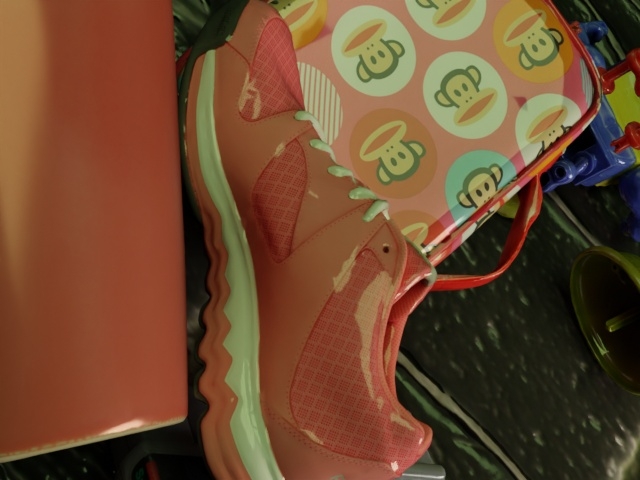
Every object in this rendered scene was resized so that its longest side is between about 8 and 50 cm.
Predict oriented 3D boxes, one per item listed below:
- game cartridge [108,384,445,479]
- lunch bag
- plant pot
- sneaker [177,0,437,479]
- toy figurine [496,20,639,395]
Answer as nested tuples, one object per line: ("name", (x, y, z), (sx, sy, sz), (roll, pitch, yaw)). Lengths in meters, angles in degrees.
("game cartridge", (0.011, 0.230, 0.797), (0.230, 0.068, 0.355), (14, 35, -33))
("lunch bag", (0.056, -0.083, 0.990), (0.293, 0.120, 0.258), (-37, 89, -20))
("plant pot", (-0.190, 0.000, 0.744), (0.275, 0.275, 0.243), (-7, 82, -37))
("sneaker", (0.000, 0.001, 0.816), (0.116, 0.136, 0.314), (41, 42, -70))
("toy figurine", (0.276, -0.080, 1.155), (0.217, 0.191, 0.363), (-20, 80, -45))
